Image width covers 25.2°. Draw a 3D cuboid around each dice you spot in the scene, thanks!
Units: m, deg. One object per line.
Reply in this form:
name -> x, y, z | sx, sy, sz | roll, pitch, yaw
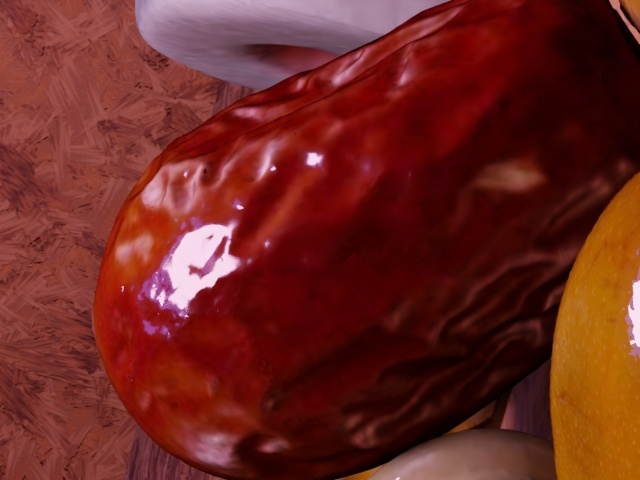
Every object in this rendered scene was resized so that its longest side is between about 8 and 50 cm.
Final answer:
dice -> 0.010, -0.259, 1.105 | 0.264, 0.268, 0.263 | 157, 123, -76

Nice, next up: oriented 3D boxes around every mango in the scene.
mango -> 0.151, 0.074, 0.594 | 0.136, 0.099, 0.228 | -171, 83, -71

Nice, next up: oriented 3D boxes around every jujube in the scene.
jujube -> 0.033, -0.004, 0.743 | 0.318, 0.223, 0.223 | -33, 32, 18

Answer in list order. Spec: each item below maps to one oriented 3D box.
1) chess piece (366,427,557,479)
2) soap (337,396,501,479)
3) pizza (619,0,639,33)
chess piece -> 0.097, 0.222, 0.642 | 0.251, 0.144, 0.144 | -108, 30, -53
soap -> 0.047, 0.041, 0.921 | 0.080, 0.160, 0.258 | -107, 31, -73
pizza -> 0.222, -0.201, 0.459 | 0.392, 0.080, 0.435 | -88, 13, -60
